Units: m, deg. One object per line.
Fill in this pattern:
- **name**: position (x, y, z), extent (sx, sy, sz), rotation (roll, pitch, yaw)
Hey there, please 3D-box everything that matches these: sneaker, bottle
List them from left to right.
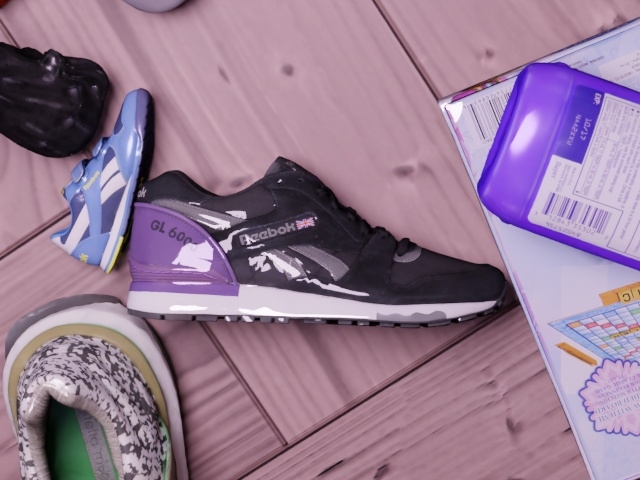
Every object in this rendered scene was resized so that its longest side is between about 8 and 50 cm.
- **sneaker**: position (-0.163, -0.049, 1.128), extent (0.059, 0.053, 0.144), rotation (18, 98, 2)
- **sneaker**: position (-0.146, 0.251, 1.107), extent (0.158, 0.182, 0.410), rotation (-21, 97, 6)
- **sneaker**: position (0.000, 0.000, 1.101), extent (0.283, 0.107, 0.124), rotation (2, 89, -4)
- **bottle**: position (0.254, -0.028, 1.020), extent (0.282, 0.092, 0.118), rotation (19, 100, 0)

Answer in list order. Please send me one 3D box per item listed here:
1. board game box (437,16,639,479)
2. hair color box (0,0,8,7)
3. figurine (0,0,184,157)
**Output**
- **board game box**: position (0.291, -0.017, 1.101), extent (0.318, 0.066, 0.318), rotation (-21, 97, 6)
- **hair color box**: position (-0.261, -0.249, 1.106), extent (0.072, 0.043, 0.141), rotation (-35, 96, 8)
- **figurine**: position (-0.191, -0.164, 1.024), extent (0.092, 0.209, 0.215), rotation (38, 99, 15)
